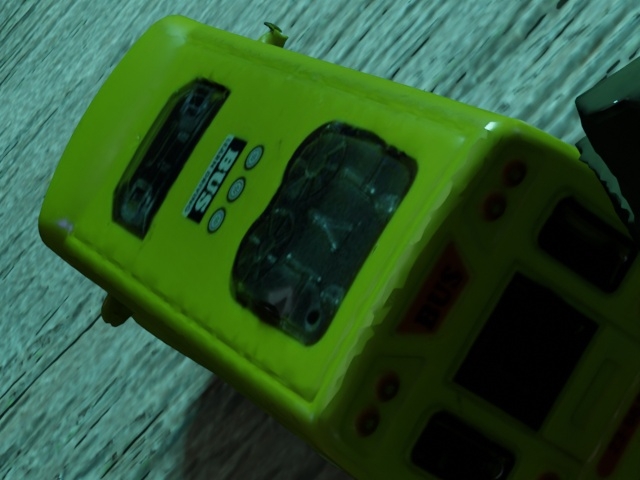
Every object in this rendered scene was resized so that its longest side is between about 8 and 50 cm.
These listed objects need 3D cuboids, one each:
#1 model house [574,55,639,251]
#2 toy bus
[{"bbox_3d":[0.199,-0.019,0.334,0.243,0.204,0.211,-33,34,6],"label":"model house"},{"bbox_3d":[0.000,0.000,0.624,0.145,0.151,0.331,-60,31,-2],"label":"toy bus"}]
